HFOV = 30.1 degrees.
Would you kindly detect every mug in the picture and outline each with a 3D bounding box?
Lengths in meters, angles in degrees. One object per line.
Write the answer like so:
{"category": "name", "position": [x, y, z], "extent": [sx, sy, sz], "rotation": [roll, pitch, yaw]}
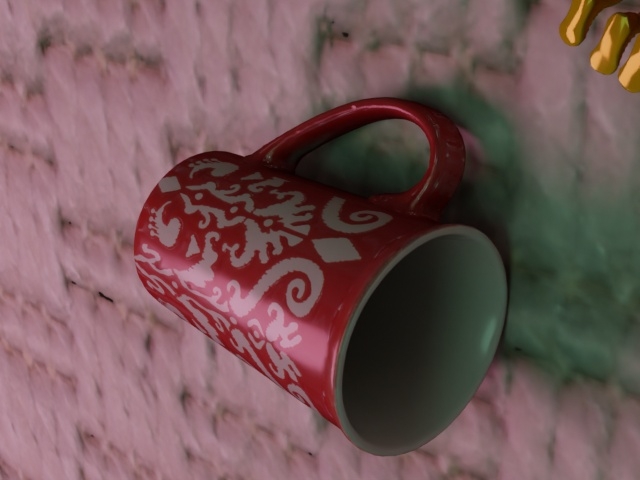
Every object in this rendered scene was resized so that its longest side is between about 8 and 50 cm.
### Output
{"category": "mug", "position": [0.003, 0.007, 0.599], "extent": [0.169, 0.150, 0.113], "rotation": [24, 159, 42]}

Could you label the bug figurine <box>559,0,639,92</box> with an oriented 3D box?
{"category": "bug figurine", "position": [0.133, -0.198, 0.378], "extent": [0.216, 0.072, 0.279], "rotation": [48, 140, 28]}
